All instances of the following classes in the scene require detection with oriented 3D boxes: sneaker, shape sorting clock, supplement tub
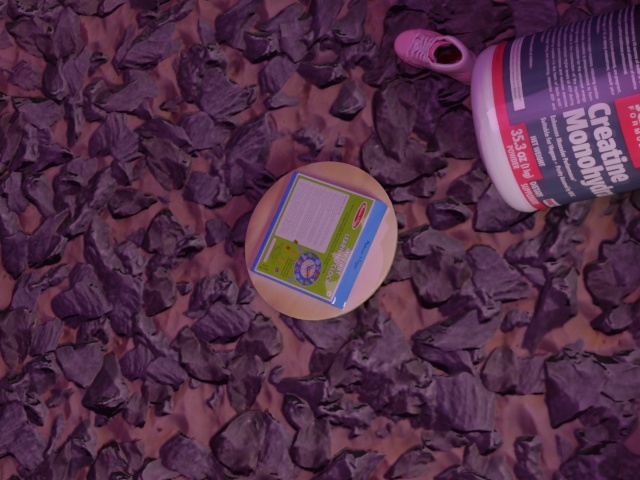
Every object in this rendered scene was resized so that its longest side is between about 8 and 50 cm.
[{"bbox_3d":[0.138,-0.236,1.389,0.134,0.070,0.051,30,94,32],"label":"sneaker"},{"bbox_3d":[0.000,0.000,1.417,0.206,0.040,0.206,-9,70,24],"label":"shape sorting clock"},{"bbox_3d":[0.314,-0.146,1.200,0.272,0.191,0.191,-13,71,25],"label":"supplement tub"}]
